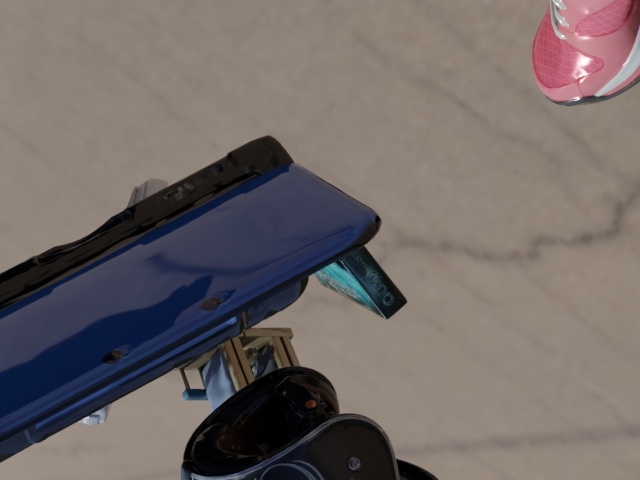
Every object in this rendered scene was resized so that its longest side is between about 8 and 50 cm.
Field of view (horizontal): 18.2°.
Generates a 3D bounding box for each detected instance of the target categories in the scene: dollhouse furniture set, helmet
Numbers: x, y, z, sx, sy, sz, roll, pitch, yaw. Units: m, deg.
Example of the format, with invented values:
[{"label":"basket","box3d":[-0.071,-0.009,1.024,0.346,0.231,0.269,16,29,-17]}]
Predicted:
[{"label":"dollhouse furniture set","box3d":[-0.106,0.194,2.054,0.129,0.184,0.129,2,-128,-36]},{"label":"helmet","box3d":[-0.003,0.184,1.382,0.169,0.169,0.161,13,136,58]}]

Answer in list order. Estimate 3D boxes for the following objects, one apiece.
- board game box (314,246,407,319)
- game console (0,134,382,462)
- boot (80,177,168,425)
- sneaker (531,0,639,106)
[{"label":"board game box","box3d":[0.000,0.000,1.725,0.126,0.026,0.186,52,171,-17]},{"label":"game console","box3d":[-0.111,0.074,1.300,0.173,0.293,0.250,54,164,34]},{"label":"boot","box3d":[-0.237,0.046,1.971,0.123,0.258,0.095,16,162,-1]},{"label":"sneaker","box3d":[0.204,-0.215,1.466,0.136,0.116,0.314,5,148,-18]}]
